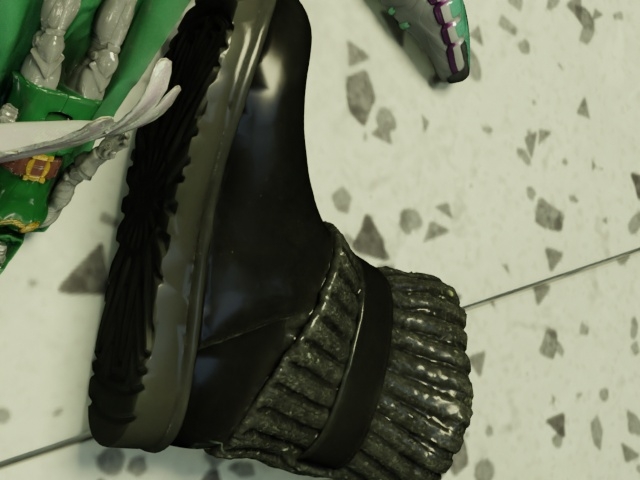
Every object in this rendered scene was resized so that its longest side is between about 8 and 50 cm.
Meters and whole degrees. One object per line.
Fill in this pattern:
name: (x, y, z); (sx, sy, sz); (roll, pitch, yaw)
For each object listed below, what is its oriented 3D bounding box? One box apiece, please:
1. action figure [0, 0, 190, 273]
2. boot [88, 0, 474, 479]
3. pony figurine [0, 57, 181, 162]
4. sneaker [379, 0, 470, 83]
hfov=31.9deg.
action figure: (-0.164, -0.074, 0.669); (0.137, 0.063, 0.232); (10, 118, -39)
boot: (-0.002, 0.001, 0.782); (0.260, 0.131, 0.348); (13, 92, -28)
pony figurine: (-0.279, -0.010, 0.497); (0.303, 0.351, 0.363); (33, 62, -66)
sneaker: (0.056, -0.224, 0.905); (0.083, 0.098, 0.224); (-81, 154, -57)
